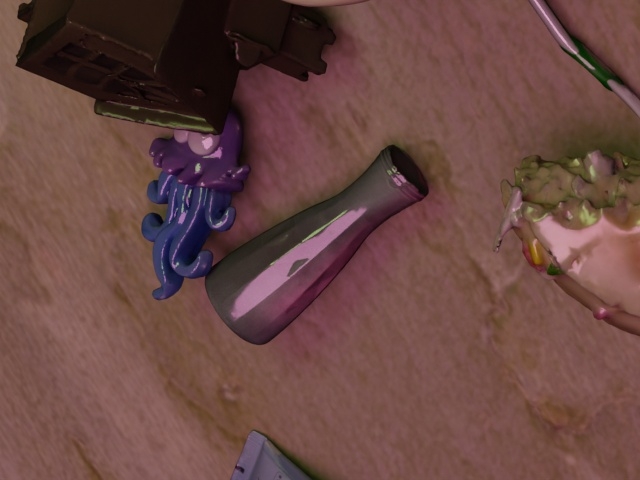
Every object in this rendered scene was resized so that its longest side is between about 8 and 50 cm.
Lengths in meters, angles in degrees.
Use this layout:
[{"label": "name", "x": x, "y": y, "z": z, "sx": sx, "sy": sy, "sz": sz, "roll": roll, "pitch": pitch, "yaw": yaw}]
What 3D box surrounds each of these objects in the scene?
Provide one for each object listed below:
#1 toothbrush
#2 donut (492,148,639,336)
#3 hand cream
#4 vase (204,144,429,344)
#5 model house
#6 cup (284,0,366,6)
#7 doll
[{"label": "toothbrush", "x": 0.225, "y": -0.156, "z": 1.666, "sx": 0.030, "sy": 0.030, "sz": 0.304, "roll": -35, "pitch": 97, "yaw": 24}, {"label": "donut", "x": 0.347, "y": -0.078, "z": 1.578, "sx": 0.307, "sy": 0.150, "sz": 0.371, "roll": 32, "pitch": 110, "yaw": -3}, {"label": "hand cream", "x": 0.018, "y": 0.286, "z": 1.842, "sx": 0.271, "sy": 0.058, "sz": 0.091, "roll": 35, "pitch": 120, "yaw": 27}, {"label": "vase", "x": 0.000, "y": 0.000, "z": 1.763, "sx": 0.214, "sy": 0.086, "sz": 0.086, "roll": -39, "pitch": 95, "yaw": 20}, {"label": "model house", "x": -0.113, "y": -0.196, "z": 1.684, "sx": 0.243, "sy": 0.211, "sz": 0.204, "roll": 22, "pitch": 161, "yaw": -22}, {"label": "cup", "x": 0.027, "y": -0.311, "z": 1.545, "sx": 0.202, "sy": 0.255, "sz": 0.173, "roll": -1, "pitch": 123, "yaw": 17}, {"label": "doll", "x": -0.114, "y": -0.042, "z": 1.775, "sx": 0.110, "sy": 0.067, "sz": 0.206, "roll": 20, "pitch": 100, "yaw": 34}]
